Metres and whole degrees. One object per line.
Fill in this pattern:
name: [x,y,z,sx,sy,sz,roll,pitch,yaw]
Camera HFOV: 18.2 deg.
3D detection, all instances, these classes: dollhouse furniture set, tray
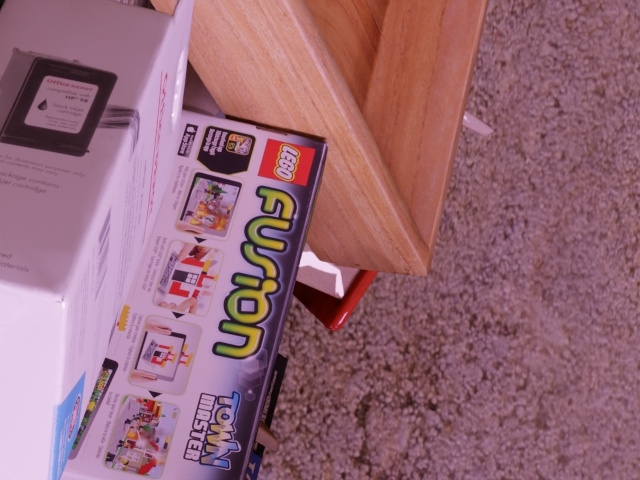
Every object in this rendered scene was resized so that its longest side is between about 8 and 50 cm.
dollhouse furniture set: [0.000,0.000,1.388,0.262,0.135,0.259,-56,-163,3]
tray: [0.003,-0.150,0.968,0.411,0.076,0.202,60,41,-65]

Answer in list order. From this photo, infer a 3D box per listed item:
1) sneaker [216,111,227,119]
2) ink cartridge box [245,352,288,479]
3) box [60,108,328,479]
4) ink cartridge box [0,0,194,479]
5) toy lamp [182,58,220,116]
sneaker: [-0.063,-0.016,1.241,0.091,0.094,0.258,94,8,-62]
ink cartridge box: [-0.088,0.133,1.396,0.046,0.097,0.207,-47,-164,33]
box: [-0.072,0.030,0.897,0.036,0.114,0.207,102,2,-53]
ink cartridge box: [-0.094,-0.013,0.684,0.180,0.060,0.104,-75,177,-47]
toy lamp: [-0.060,-0.084,1.042,0.080,0.080,0.274,97,7,-77]
